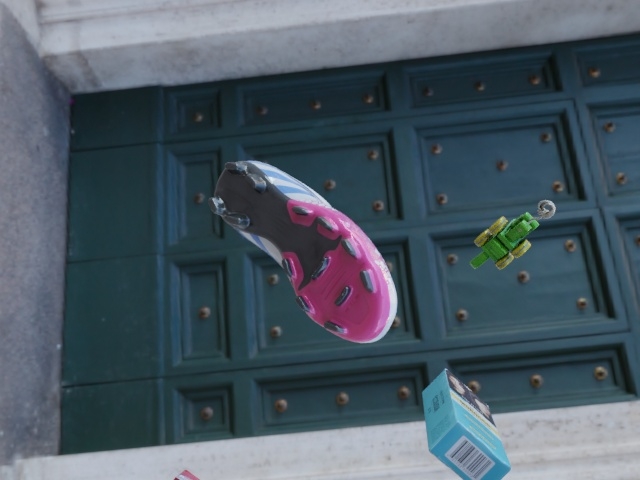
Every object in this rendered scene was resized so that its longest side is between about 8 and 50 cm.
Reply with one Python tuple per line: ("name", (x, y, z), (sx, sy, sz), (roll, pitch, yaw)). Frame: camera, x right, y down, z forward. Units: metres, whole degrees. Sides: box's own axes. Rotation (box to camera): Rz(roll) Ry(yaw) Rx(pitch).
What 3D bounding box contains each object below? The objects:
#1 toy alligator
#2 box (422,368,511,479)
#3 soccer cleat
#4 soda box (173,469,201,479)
("toy alligator", (0.273, -0.014, 0.984), (0.056, 0.051, 0.190), (47, -36, 5))
("box", (0.212, 0.278, 1.054), (0.100, 0.060, 0.244), (41, 9, 0))
("soccer cleat", (0.000, 0.000, 0.857), (0.331, 0.143, 0.116), (43, -69, 37))
("soda box", (-0.222, 0.614, 1.530), (0.092, 0.263, 0.083), (-56, 173, -4))
